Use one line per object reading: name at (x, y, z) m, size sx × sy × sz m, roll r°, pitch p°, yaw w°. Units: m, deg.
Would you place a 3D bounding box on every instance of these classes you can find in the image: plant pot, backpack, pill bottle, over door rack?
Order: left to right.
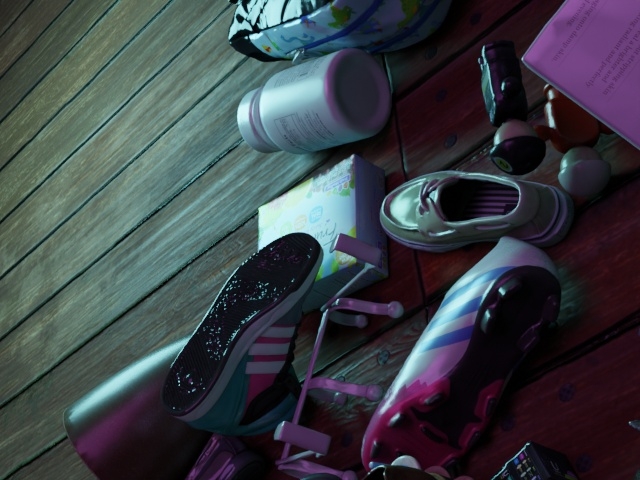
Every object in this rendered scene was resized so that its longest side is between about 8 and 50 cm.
plant pot at (-0.215, 0.243, 1.635) m, size 0.230 × 0.215 × 0.215 m, roll -44°, pitch 39°, yaw 4°
pill bottle at (-0.015, -0.198, 1.675) m, size 0.229 × 0.131 × 0.131 m, roll -9°, pitch 63°, yaw 48°
over door rack at (0.026, 0.162, 1.338) m, size 0.324 × 0.108 × 0.240 m, roll 96°, pitch -171°, yaw -72°
backpack at (0.040, -0.399, 1.652) m, size 0.290 × 0.273 × 0.355 m, roll -70°, pitch 15°, yaw -10°

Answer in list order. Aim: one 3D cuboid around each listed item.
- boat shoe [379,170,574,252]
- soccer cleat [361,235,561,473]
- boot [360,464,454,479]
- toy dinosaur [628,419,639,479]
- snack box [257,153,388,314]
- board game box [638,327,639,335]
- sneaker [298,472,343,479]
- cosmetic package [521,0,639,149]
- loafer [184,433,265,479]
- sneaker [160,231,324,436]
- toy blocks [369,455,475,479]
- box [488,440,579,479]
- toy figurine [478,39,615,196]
boat shoe at (0.171, -0.048, 1.391) m, size 0.302 × 0.094 × 0.109 m, roll -1°, pitch 69°, yaw 50°
soccer cleat at (0.162, 0.140, 1.307) m, size 0.331 × 0.116 × 0.143 m, roll -54°, pitch 16°, yaw 18°
boot at (0.081, 0.364, 1.080) m, size 0.112 × 0.115 × 0.305 m, roll -27°, pitch 51°, yaw 34°
toy dinosaur at (0.322, 0.264, 0.969) m, size 0.121 × 0.160 × 0.314 m, roll -7°, pitch 57°, yaw 5°
snack box at (0.000, 0.000, 1.595) m, size 0.207 × 0.070 × 0.175 m, roll -27°, pitch 52°, yaw 41°
board game box at (0.383, 0.083, 1.031) m, size 0.210 × 0.047 × 0.160 m, roll -124°, pitch 29°, yaw -50°
sneaker at (-0.028, 0.389, 1.325) m, size 0.116 × 0.136 × 0.314 m, roll 40°, pitch 117°, yaw 32°
cosmetic package at (0.395, -0.120, 0.964) m, size 0.385 × 0.156 × 0.217 m, roll 42°, pitch 105°, yaw 16°
loafer at (-0.183, 0.384, 1.572) m, size 0.084 × 0.096 × 0.267 m, roll 40°, pitch 94°, yaw 33°
sneaker at (-0.065, 0.146, 1.513) m, size 0.124 × 0.178 × 0.295 m, roll 30°, pitch 79°, yaw 44°
toy blocks at (0.089, 0.294, 1.254) m, size 0.123 × 0.148 × 0.054 m, roll -47°, pitch 40°, yaw 22°
box at (0.221, 0.261, 1.182) m, size 0.083 × 0.062 × 0.052 m, roll -49°, pitch 38°, yaw 20°
toy figurine at (0.294, -0.150, 1.208) m, size 0.209 × 0.213 × 0.148 m, roll -25°, pitch 62°, yaw 37°
